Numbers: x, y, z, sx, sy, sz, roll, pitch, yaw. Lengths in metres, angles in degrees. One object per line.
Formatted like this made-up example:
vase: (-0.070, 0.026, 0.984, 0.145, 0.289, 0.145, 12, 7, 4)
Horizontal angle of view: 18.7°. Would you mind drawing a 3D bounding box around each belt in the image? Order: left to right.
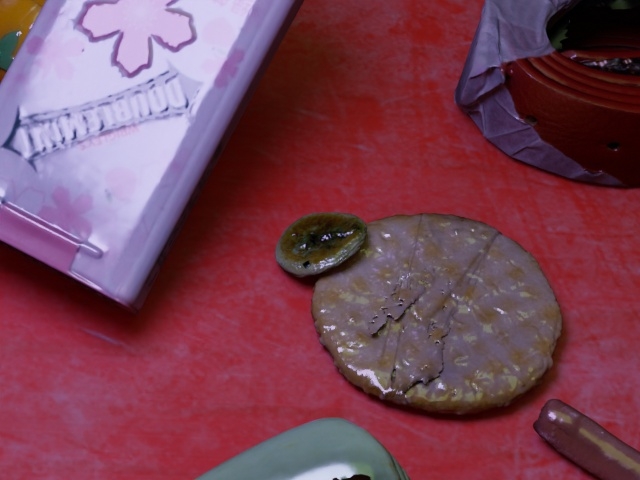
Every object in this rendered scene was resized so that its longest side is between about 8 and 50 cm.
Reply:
belt: (0.279, -0.168, 1.823, 0.324, 0.115, 0.227, -3, 52, -15)

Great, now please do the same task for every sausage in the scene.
sausage: (0.258, 0.190, 1.590, 0.186, 0.043, 0.043, 32, 54, 14)

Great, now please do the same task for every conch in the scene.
conch: (-0.039, 0.232, 1.456, 0.250, 0.143, 0.137, -29, 21, -14)

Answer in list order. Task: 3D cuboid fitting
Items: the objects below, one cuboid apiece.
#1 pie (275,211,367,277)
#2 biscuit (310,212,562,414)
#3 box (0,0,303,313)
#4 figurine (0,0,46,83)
pie: (0.000, 0.001, 1.678, 0.084, 0.021, 0.084, -14, 35, 10)
biscuit: (0.101, 0.060, 1.665, 0.220, 0.033, 0.220, 5, 52, -6)
box: (-0.148, -0.143, 1.613, 0.190, 0.112, 0.370, 29, 83, 3)
figurine: (-0.207, -0.199, 1.749, 0.324, 0.124, 0.222, 38, 62, 16)
